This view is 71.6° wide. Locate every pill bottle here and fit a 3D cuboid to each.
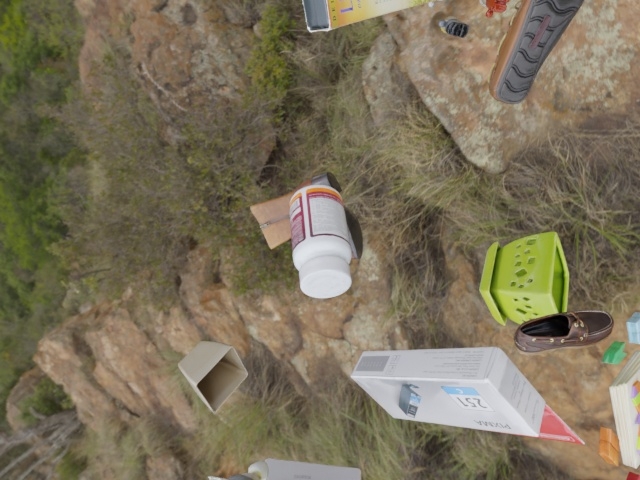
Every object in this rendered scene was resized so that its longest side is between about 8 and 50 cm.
[{"bbox_3d":[0.000,0.000,0.921,0.121,0.221,0.121,-4,142,-3],"label":"pill bottle"}]

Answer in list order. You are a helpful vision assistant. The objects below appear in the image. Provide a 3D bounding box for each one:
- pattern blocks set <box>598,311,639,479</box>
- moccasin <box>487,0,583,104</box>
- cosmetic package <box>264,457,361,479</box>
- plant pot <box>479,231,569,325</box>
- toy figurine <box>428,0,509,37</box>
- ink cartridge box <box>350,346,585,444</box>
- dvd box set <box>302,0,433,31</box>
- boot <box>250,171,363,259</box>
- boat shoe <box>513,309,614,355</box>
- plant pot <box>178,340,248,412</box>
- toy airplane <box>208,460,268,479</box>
[{"bbox_3d":[0.591,0.315,0.825,0.026,0.285,0.325,-1,119,54],"label":"pattern blocks set"},{"bbox_3d":[0.539,-0.539,1.113,0.139,0.147,0.380,7,124,-8],"label":"moccasin"},{"bbox_3d":[-0.013,0.614,0.875,0.196,0.155,0.366,2,123,10],"label":"cosmetic package"},{"bbox_3d":[0.618,0.130,1.349,0.207,0.227,0.228,-5,138,38],"label":"plant pot"},{"bbox_3d":[0.428,-0.737,1.320,0.209,0.148,0.213,-32,123,20],"label":"toy figurine"},{"bbox_3d":[0.237,0.286,0.761,0.261,0.066,0.296,45,146,-17],"label":"ink cartridge box"},{"bbox_3d":[0.121,-0.553,0.742,0.062,0.420,0.308,20,133,45],"label":"dvd box set"},{"bbox_3d":[-0.042,-0.027,1.264,0.280,0.096,0.264,-23,106,27],"label":"boot"},{"bbox_3d":[0.507,0.184,0.919,0.206,0.073,0.073,-16,130,0],"label":"boat shoe"},{"bbox_3d":[-0.242,0.283,0.964,0.096,0.109,0.109,17,139,34],"label":"plant pot"},{"bbox_3d":[-0.121,0.466,0.558,0.272,0.386,0.384,36,175,35],"label":"toy airplane"}]
